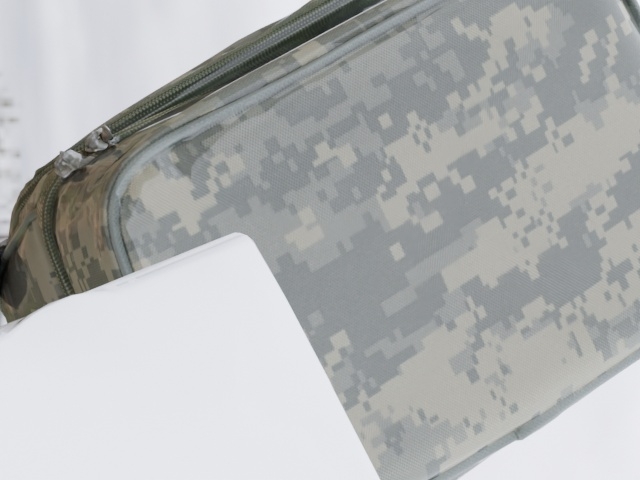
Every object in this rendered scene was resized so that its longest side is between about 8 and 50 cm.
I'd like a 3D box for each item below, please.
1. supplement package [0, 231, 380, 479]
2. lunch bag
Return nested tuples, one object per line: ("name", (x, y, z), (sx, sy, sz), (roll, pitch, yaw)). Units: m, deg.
("supplement package", (-0.127, 0.150, 0.476), (0.293, 0.177, 0.175), (-31, -94, 35))
("lunch bag", (0.000, 0.000, 0.802), (0.213, 0.305, 0.256), (63, -21, -10))
